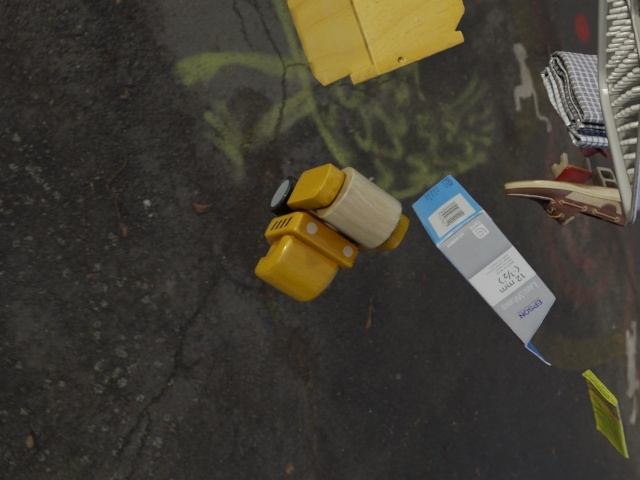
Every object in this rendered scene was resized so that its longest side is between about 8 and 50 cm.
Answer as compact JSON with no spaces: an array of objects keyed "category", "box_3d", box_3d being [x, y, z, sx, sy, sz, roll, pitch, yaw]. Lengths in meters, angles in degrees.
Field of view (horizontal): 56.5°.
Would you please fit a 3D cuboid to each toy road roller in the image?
[{"category":"toy road roller","box_3d":[0.000,0.000,1.244,0.203,0.330,0.240,32,72,-21]}]

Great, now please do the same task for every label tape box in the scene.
[{"category":"label tape box","box_3d":[0.349,0.053,1.194,0.115,0.249,0.348,-42,107,12]}]

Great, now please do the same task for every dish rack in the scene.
[{"category":"dish rack","box_3d":[0.359,-0.213,0.655,0.332,0.072,0.285,62,28,-47]}]

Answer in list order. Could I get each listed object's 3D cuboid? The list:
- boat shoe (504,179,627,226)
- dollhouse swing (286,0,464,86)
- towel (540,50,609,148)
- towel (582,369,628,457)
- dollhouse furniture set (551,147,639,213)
[{"category":"boat shoe","box_3d":[0.689,-0.101,1.674,0.123,0.342,0.123,-19,117,-78]},{"category":"dollhouse swing","box_3d":[0.116,-0.577,1.448,0.315,0.305,0.346,-23,101,-8]},{"category":"towel","box_3d":[0.728,-0.368,1.540,0.235,0.121,0.283,3,54,-12]},{"category":"towel","box_3d":[0.649,0.398,1.352,0.021,0.102,0.237,-28,125,1]},{"category":"dollhouse furniture set","box_3d":[0.975,-0.215,1.915,0.374,0.201,0.152,10,50,-12]}]
